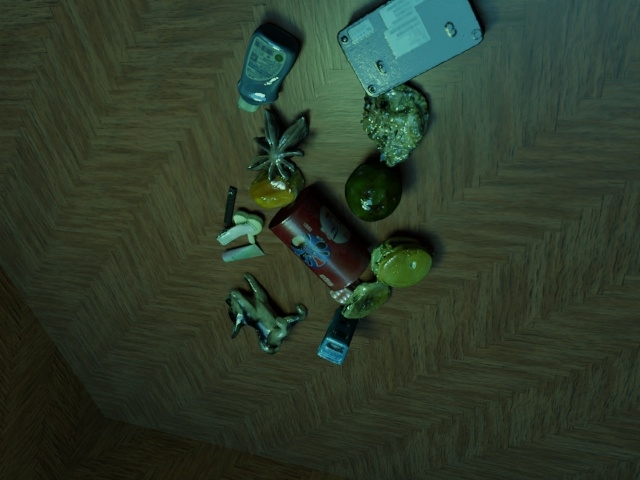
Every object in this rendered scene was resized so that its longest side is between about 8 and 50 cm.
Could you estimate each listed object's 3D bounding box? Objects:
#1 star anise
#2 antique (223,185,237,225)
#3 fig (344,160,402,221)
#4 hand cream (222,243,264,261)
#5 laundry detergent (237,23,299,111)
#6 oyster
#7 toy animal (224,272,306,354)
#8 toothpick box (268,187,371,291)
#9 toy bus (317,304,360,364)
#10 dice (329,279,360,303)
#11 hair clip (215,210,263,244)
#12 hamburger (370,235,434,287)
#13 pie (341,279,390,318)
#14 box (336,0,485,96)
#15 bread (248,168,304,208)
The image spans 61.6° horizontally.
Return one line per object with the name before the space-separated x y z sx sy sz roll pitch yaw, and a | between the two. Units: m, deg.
star anise | -0.133 -0.307 1.770 0.199 0.111 0.257 30 116 20
antique | -0.353 -0.133 2.093 0.031 0.015 0.192 23 134 5
fig | 0.148 -0.156 1.736 0.245 0.195 0.195 6 135 51
hand cream | -0.322 0.053 2.222 0.174 0.047 0.076 -12 139 27
laundry detergent | -0.175 -0.507 1.645 0.144 0.094 0.289 27 138 -8
oyster | 0.217 -0.348 1.601 0.198 0.092 0.259 13 128 16
toy animal | -0.280 0.350 2.356 0.345 0.194 0.302 33 129 2
toothpick box | 0.000 0.000 1.920 0.333 0.204 0.204 44 132 -17
toy bus | 0.080 0.378 2.184 0.114 0.246 0.134 24 123 5
dice | 0.097 0.187 2.112 0.094 0.091 0.093 35 134 -6
hair clip | -0.304 -0.039 2.113 0.219 0.071 0.159 -22 128 34
hamburger | 0.290 0.072 1.888 0.215 0.122 0.189 -2 126 -14
pie | 0.187 0.225 2.074 0.052 0.185 0.218 55 133 35
box | 0.234 -0.543 1.421 0.350 0.058 0.211 -22 111 31
bread | -0.159 -0.184 1.902 0.191 0.114 0.132 -14 124 39
